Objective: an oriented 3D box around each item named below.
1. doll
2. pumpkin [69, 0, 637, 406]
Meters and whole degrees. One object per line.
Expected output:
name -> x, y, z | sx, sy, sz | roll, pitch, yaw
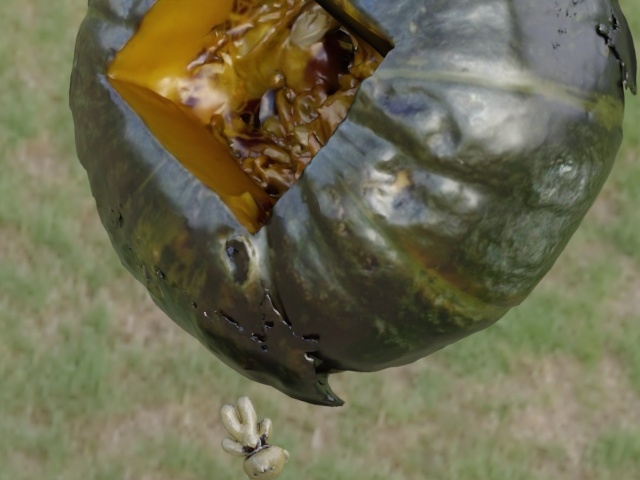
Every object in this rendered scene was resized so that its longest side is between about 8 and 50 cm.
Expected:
doll -> -0.075, 0.218, 2.016 | 0.093, 0.061, 0.051 | 63, 5, 9
pumpkin -> 0.008, -0.081, 0.999 | 0.320, 0.320, 0.192 | 36, 12, 32
